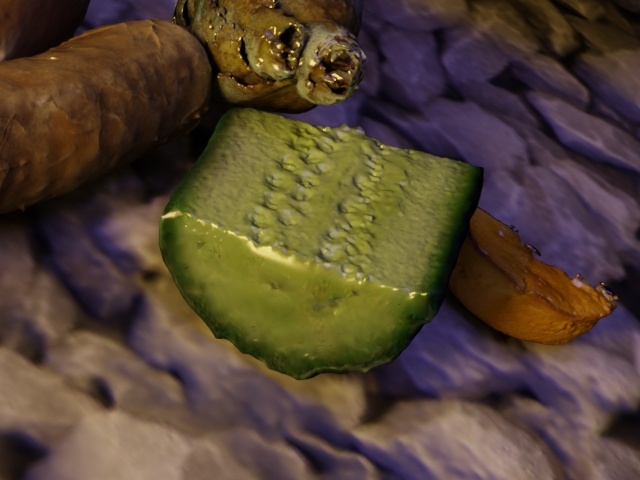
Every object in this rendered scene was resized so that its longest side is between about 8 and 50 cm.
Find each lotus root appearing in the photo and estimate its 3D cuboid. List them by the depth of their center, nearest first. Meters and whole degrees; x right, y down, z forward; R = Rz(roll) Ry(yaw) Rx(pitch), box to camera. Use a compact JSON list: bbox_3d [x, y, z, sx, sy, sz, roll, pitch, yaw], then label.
[{"bbox_3d":[-0.022,-0.095,0.746,0.088,0.088,0.165,24,8,-15],"label":"lotus root"}]

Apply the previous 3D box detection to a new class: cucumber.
[{"bbox_3d":[0.000,0.000,0.697,0.116,0.062,0.115,17,32,5],"label":"cucumber"}]

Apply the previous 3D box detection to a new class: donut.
[{"bbox_3d":[0.093,0.019,0.774,0.083,0.038,0.067,11,37,-38],"label":"donut"}]

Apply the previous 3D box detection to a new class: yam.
[{"bbox_3d":[-0.144,-0.026,0.610,0.066,0.066,0.299,43,36,12],"label":"yam"}]

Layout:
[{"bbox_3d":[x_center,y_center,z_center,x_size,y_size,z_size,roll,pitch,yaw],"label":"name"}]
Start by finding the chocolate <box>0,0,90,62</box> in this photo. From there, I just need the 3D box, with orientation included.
[{"bbox_3d":[-0.210,-0.169,0.710,0.261,0.083,0.161,34,35,-1],"label":"chocolate"}]
